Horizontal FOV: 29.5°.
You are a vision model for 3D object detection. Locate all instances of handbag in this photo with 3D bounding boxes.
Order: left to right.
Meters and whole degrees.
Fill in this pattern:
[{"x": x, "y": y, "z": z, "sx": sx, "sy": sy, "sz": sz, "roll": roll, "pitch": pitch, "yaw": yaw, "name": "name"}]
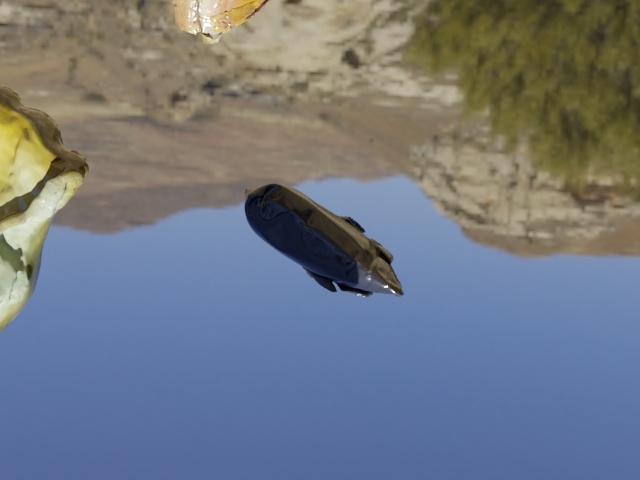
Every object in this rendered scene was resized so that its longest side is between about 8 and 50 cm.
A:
[{"x": 0.000, "y": 0.000, "z": 1.449, "sx": 0.211, "sy": 0.088, "sz": 0.254, "roll": 33, "pitch": 180, "yaw": -5, "name": "handbag"}]

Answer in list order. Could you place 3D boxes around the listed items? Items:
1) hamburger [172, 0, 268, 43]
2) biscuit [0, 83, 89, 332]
[{"x": -0.075, "y": -0.266, "z": 1.064, "sx": 0.087, "sy": 0.176, "sz": 0.102, "roll": 16, "pitch": 151, "yaw": 10, "name": "hamburger"}, {"x": -0.370, "y": -0.015, "z": 1.280, "sx": 0.335, "sy": 0.329, "sz": 0.078, "roll": -11, "pitch": 173, "yaw": 30, "name": "biscuit"}]
